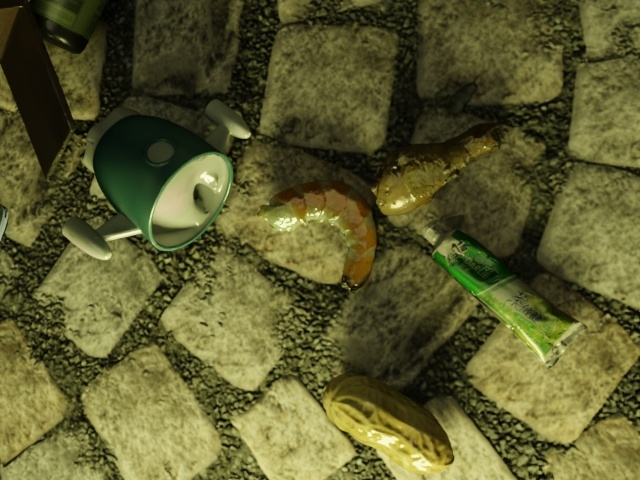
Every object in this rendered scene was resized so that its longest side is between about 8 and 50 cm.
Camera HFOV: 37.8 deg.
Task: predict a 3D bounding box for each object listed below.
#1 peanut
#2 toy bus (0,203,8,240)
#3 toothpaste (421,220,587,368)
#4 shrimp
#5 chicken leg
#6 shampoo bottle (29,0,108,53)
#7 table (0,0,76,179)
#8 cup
[{"bbox_3d":[0.090,0.240,1.232,0.194,0.093,0.083,29,77,16],"label":"peanut"},{"bbox_3d":[-0.538,-0.039,1.408,0.167,0.076,0.073,19,87,16],"label":"toy bus"},{"bbox_3d":[0.234,0.061,1.242,0.248,0.047,0.078,42,96,11],"label":"toothpaste"},{"bbox_3d":[0.000,0.000,1.304,0.161,0.049,0.166,-12,89,10],"label":"shrimp"},{"bbox_3d":[0.158,-0.106,1.266,0.198,0.069,0.085,-28,80,1],"label":"chicken leg"},{"bbox_3d":[-0.341,-0.423,1.390,0.101,0.101,0.284,26,90,14],"label":"shampoo bottle"},{"bbox_3d":[-0.522,-0.218,1.309,0.251,0.196,0.282,-19,81,-34],"label":"table"},{"bbox_3d":[-0.237,-0.098,1.308,0.173,0.167,0.300,36,66,23],"label":"cup"}]
